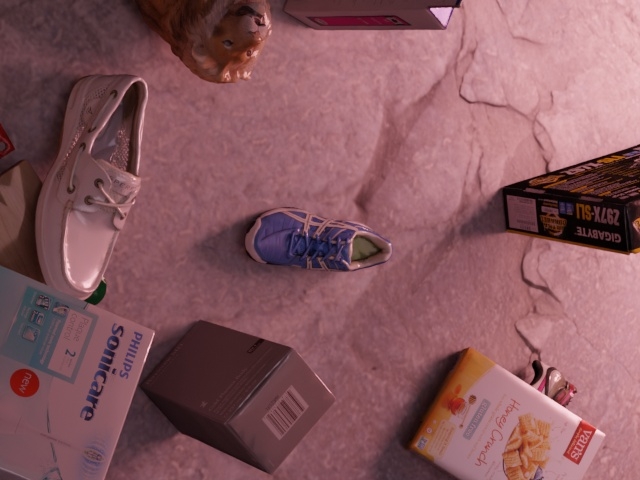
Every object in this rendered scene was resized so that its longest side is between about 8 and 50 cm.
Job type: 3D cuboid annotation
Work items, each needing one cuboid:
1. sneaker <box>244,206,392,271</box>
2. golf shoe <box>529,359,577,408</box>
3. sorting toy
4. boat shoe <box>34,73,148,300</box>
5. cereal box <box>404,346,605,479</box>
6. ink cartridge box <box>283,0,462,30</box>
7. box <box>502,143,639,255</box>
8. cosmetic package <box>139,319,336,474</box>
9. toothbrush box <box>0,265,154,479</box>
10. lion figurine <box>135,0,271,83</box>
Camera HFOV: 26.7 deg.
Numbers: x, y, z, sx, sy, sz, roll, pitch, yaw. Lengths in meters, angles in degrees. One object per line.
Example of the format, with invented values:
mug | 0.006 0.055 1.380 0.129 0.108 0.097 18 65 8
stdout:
sneaker | 0.000 0.000 1.770 0.211 0.081 0.080 0 98 -30
golf shoe | 0.292 0.262 2.002 0.086 0.067 0.186 42 77 5
sorting toy | -0.370 -0.012 1.560 0.132 0.046 0.275 -39 115 -22
boat shoe | -0.255 -0.066 1.556 0.098 0.096 0.277 22 70 -49
cereal box | 0.265 0.288 1.930 0.240 0.047 0.173 32 77 -2
ink cartridge box | 0.101 -0.343 1.620 0.069 0.371 0.176 26 83 -31
box | 0.469 -0.070 1.948 0.322 0.257 0.079 -17 104 -30
cosmetic package | -0.105 0.185 1.638 0.127 0.238 0.107 -49 120 -20
toothbrush box | -0.357 0.152 1.444 0.295 0.126 0.216 26 56 -14
lion figurine | -0.225 -0.349 1.577 0.392 0.142 0.240 19 94 -18
